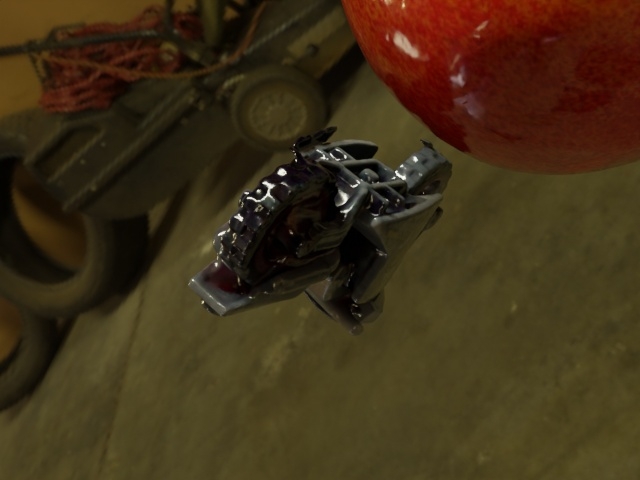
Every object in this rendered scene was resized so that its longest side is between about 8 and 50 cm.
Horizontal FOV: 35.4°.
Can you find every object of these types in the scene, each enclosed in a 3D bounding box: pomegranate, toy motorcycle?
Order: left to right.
[{"bbox_3d":[0.000,0.000,0.550,0.122,0.080,0.215,-59,-21,22],"label":"toy motorcycle"},{"bbox_3d":[0.116,-0.157,0.459,0.221,0.221,0.256,-126,43,-65],"label":"pomegranate"}]
